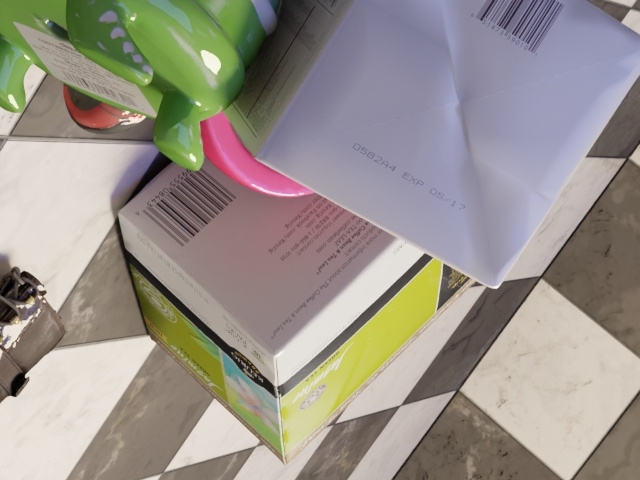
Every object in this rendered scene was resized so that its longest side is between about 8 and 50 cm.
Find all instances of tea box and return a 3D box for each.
[{"bbox_3d":[0.000,0.000,1.839,0.329,0.220,0.323,-43,160,-18],"label":"tea box"}]

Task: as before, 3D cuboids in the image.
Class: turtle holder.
[{"bbox_3d":[-0.149,-0.217,1.153,0.320,0.243,0.227,39,72,-39],"label":"turtle holder"}]

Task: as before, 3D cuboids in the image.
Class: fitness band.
[{"bbox_3d":[0.004,-0.168,1.631,0.291,0.054,0.209,-44,125,-18],"label":"fitness band"}]

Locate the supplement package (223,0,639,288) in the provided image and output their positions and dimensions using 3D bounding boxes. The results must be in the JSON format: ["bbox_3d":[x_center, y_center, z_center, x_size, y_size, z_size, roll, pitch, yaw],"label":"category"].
[{"bbox_3d":[0.057,-0.133,1.284,0.198,0.199,0.263,-57,-157,10],"label":"supplement package"}]

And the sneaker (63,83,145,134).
[{"bbox_3d":[-0.128,-0.202,1.371,0.276,0.097,0.135,-57,160,15],"label":"sneaker"}]

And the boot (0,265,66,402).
[{"bbox_3d":[-0.324,0.116,1.582,0.229,0.091,0.263,-53,165,-8],"label":"boot"}]
